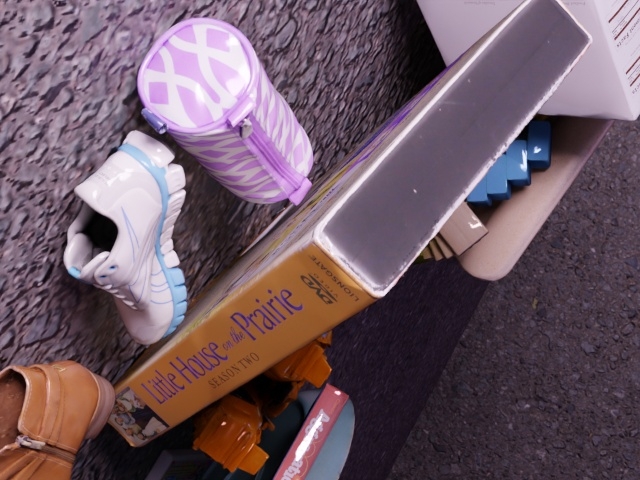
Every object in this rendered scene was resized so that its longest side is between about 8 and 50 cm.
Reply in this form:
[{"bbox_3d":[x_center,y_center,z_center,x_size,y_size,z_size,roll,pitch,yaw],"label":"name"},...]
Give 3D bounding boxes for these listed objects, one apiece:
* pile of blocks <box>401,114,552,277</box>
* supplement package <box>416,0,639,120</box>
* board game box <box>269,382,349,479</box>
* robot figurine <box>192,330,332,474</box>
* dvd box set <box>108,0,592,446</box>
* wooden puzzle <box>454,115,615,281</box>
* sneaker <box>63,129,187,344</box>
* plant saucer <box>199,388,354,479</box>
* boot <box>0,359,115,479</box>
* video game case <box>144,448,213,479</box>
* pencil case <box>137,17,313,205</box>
[{"bbox_3d":[0.154,-0.066,1.166,0.362,0.149,0.113,-37,164,10],"label":"pile of blocks"},{"bbox_3d":[0.206,-0.237,0.976,0.149,0.194,0.203,-50,130,-25],"label":"supplement package"},{"bbox_3d":[-0.058,0.266,0.982,0.281,0.027,0.145,-60,176,-15],"label":"board game box"},{"bbox_3d":[-0.057,0.145,1.118,0.211,0.085,0.291,-53,180,0],"label":"robot figurine"},{"bbox_3d":[0.000,0.000,0.860,0.307,0.062,0.420,-47,-174,-36],"label":"dvd box set"},{"bbox_3d":[0.246,-0.127,1.298,0.322,0.081,0.348,-57,-161,10],"label":"wooden puzzle"},{"bbox_3d":[-0.145,0.013,0.767,0.083,0.071,0.190,-39,148,-35],"label":"sneaker"},{"bbox_3d":[-0.082,0.285,1.190,0.317,0.044,0.317,-46,-165,16],"label":"plant saucer"},{"bbox_3d":[-0.229,0.177,0.792,0.152,0.073,0.197,43,67,-75],"label":"boot"},{"bbox_3d":[-0.187,0.306,1.255,0.143,0.019,0.157,-58,164,-3],"label":"video game case"},{"bbox_3d":[-0.060,-0.086,0.781,0.086,0.088,0.206,-56,165,-3],"label":"pencil case"}]
